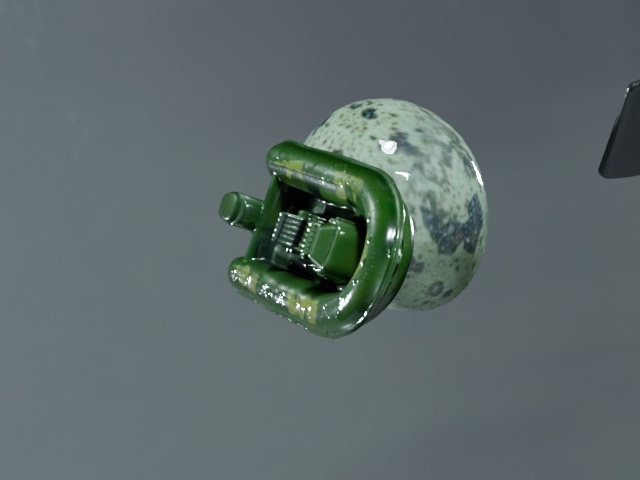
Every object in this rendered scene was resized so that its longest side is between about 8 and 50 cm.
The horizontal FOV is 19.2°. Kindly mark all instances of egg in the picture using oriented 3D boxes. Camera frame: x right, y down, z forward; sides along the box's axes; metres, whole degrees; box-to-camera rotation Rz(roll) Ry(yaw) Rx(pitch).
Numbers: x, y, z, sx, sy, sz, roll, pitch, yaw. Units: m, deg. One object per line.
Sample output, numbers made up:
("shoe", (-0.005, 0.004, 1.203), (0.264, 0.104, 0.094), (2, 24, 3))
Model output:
("egg", (0.052, -0.021, 1.313), (0.132, 0.172, 0.132), (-18, 42, 16))

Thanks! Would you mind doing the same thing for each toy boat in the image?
("toy boat", (0.000, 0.000, 1.109), (0.052, 0.104, 0.210), (21, 2, -28))

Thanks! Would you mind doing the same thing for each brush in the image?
("brush", (0.198, -0.095, 1.039), (0.063, 0.016, 0.193), (-14, -29, -14))
